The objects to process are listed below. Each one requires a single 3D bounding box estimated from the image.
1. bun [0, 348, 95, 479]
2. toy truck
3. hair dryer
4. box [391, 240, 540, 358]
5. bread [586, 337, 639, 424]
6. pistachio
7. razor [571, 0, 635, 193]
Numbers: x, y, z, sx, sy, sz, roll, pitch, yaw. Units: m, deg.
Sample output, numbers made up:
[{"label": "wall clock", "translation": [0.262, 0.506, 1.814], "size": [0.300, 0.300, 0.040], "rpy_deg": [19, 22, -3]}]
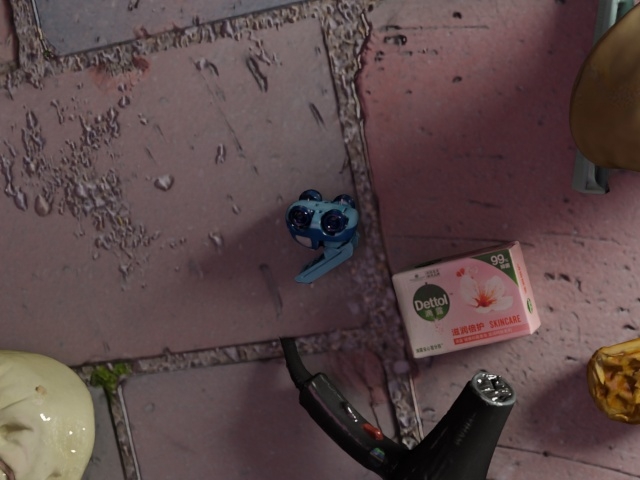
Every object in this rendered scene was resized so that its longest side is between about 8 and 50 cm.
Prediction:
[{"label": "bun", "translation": [-0.349, 0.230, 1.518], "size": [0.229, 0.145, 0.229], "rpy_deg": [5, 105, 19]}, {"label": "toy truck", "translation": [0.000, 0.000, 1.392], "size": [0.073, 0.056, 0.090], "rpy_deg": [10, 116, 13]}, {"label": "hair dryer", "translation": [0.053, 0.171, 1.379], "size": [0.272, 0.091, 0.235], "rpy_deg": [35, 125, 19]}, {"label": "box", "translation": [0.141, 0.058, 1.352], "size": [0.125, 0.043, 0.089], "rpy_deg": [-15, 94, 22]}, {"label": "bread", "translation": [0.304, 0.130, 1.305], "size": [0.111, 0.044, 0.083], "rpy_deg": [-16, 98, 24]}, {"label": "pistachio", "translation": [0.346, -0.149, 1.167], "size": [0.293, 0.162, 0.181], "rpy_deg": [-32, 101, 18]}, {"label": "razor", "translation": [0.264, -0.178, 1.261], "size": [0.111, 0.056, 0.278], "rpy_deg": [2, 111, -16]}]
